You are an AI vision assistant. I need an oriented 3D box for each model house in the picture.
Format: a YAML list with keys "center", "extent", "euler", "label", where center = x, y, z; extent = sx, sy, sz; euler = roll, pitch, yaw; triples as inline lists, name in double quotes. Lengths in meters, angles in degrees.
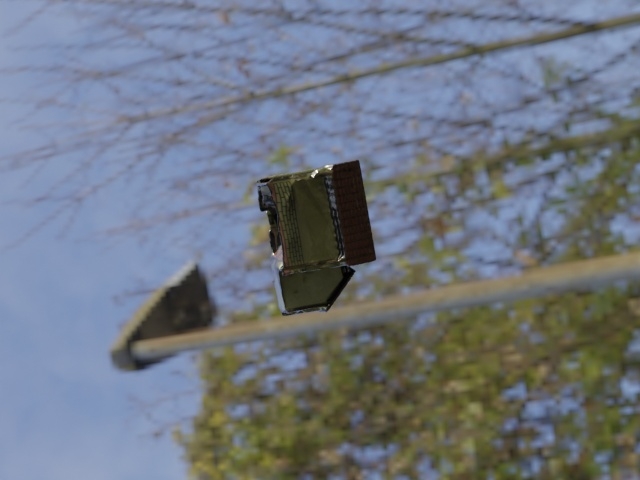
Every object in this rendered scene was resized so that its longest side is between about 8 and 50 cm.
- center: [0.000, 0.000, 1.045]
  extent: [0.058, 0.057, 0.083]
  euler: [-12, -89, -9]
  label: "model house"
